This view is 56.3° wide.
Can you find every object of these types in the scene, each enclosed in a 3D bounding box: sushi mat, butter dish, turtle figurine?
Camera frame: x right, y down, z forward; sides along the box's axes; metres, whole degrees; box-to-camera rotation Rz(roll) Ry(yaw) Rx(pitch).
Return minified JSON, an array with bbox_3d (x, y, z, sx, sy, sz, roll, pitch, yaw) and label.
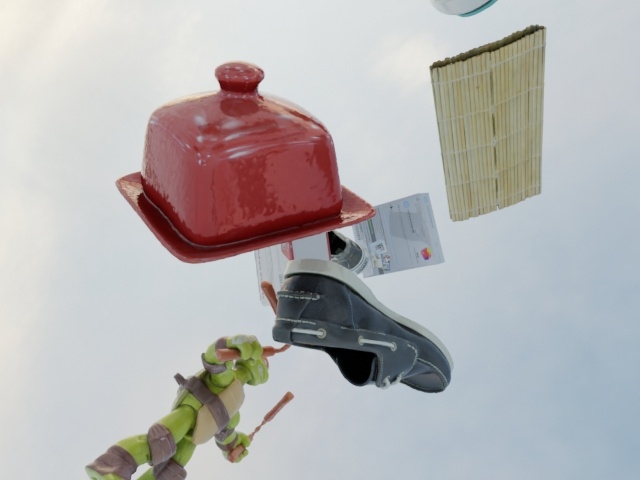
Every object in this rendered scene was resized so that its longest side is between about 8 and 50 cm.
[{"bbox_3d":[0.246,-0.148,0.862,0.151,0.316,0.019,-19,-130,4],"label":"sushi mat"},{"bbox_3d":[-0.059,-0.071,0.437,0.160,0.160,0.118,39,-44,46],"label":"butter dish"},{"bbox_3d":[-0.116,0.162,0.576,0.087,0.269,0.217,32,-130,19],"label":"turtle figurine"}]

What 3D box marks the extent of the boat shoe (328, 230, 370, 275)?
[{"bbox_3d":[0.000,0.000,1.099,0.219,0.070,0.077,19,-104,51],"label":"boat shoe"}]

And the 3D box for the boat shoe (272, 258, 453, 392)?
[{"bbox_3d":[0.044,0.102,0.553,0.084,0.233,0.079,-15,-129,39],"label":"boat shoe"}]

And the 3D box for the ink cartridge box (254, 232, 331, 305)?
[{"bbox_3d":[-0.037,0.033,0.791,0.135,0.056,0.099,161,-78,-64],"label":"ink cartridge box"}]

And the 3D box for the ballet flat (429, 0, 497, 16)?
[{"bbox_3d":[0.118,-0.422,0.666,0.139,0.139,0.400,-23,-125,26],"label":"ballet flat"}]

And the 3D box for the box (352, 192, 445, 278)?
[{"bbox_3d":[0.153,-0.007,1.227,0.186,0.038,0.145,-16,-94,44],"label":"box"}]
